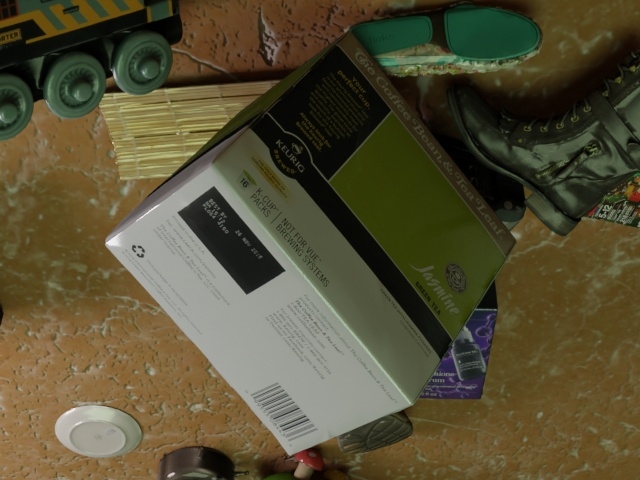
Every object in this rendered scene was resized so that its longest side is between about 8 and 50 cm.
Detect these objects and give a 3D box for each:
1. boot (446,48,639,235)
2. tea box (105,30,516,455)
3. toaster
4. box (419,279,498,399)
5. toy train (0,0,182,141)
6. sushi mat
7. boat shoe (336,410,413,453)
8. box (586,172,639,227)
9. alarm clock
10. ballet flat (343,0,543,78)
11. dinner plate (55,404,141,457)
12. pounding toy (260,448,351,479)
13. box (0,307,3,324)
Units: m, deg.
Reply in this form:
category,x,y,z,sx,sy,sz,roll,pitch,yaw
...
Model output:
category,x,y,z,sx,sy,sz,roll,pitch,yaw
boot,0.311,-0.152,1.579,0.263,0.091,0.229,44,117,-8
tea box,0.000,0.000,1.468,0.220,0.323,0.329,-30,103,44
toaster,0.145,-0.049,1.678,0.227,0.129,0.146,14,135,-16
box,0.166,0.125,1.864,0.153,0.108,0.207,1,135,0
toy train,-0.299,-0.236,1.404,0.334,0.142,0.190,-23,130,-30
sushi mat,-0.118,-0.144,1.657,0.316,0.019,0.151,-4,133,3
boat shoe,0.057,0.240,1.973,0.123,0.116,0.324,-19,153,9
box,0.432,-0.115,1.672,0.159,0.044,0.233,10,134,-11
alarm clock,-0.224,0.418,2.186,0.129,0.064,0.192,34,128,-30
ballet flat,0.142,-0.234,1.542,0.241,0.091,0.077,0,165,5
dinner plate,-0.365,0.319,2.116,0.141,0.017,0.141,-1,134,-1
pounding toy,0.014,0.424,2.149,0.237,0.110,0.183,25,175,23
box,-0.571,0.083,1.793,0.163,0.142,0.247,-9,133,10
